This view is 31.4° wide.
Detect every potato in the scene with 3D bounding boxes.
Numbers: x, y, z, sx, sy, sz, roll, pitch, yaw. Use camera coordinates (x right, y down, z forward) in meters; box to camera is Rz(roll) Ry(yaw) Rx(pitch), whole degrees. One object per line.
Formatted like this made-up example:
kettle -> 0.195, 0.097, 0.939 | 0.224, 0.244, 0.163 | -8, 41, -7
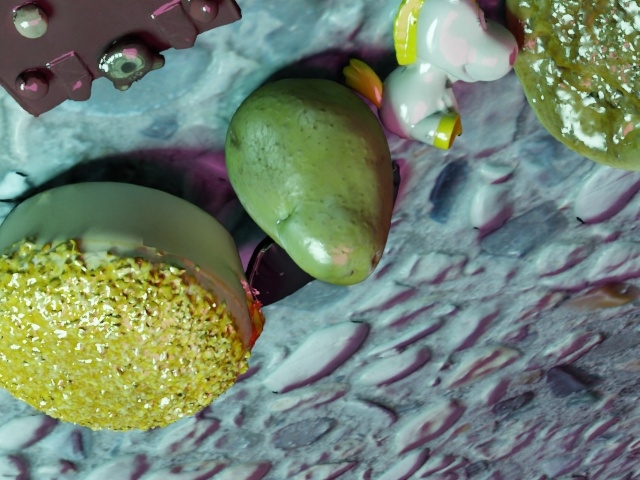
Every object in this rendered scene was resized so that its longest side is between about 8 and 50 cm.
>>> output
potato -> -0.002, -0.052, 1.071 | 0.157, 0.194, 0.157 | -18, 159, -7

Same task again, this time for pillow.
pillow -> 0.000, 0.000, 1.225 | 0.208, 0.055, 0.141 | -30, 160, -31

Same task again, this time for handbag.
handbag -> -0.186, -0.197, 0.874 | 0.203, 0.074, 0.216 | -24, 146, 5

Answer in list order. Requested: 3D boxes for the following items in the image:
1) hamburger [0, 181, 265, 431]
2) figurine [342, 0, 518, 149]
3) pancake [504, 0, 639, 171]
hamburger -> -0.199, 0.076, 1.114 | 0.276, 0.179, 0.294 | -31, 137, 33
figurine -> 0.113, -0.174, 1.064 | 0.129, 0.109, 0.178 | 25, 124, -21
pancake -> 0.273, -0.178, 1.021 | 0.049, 0.282, 0.282 | -37, 158, -35
